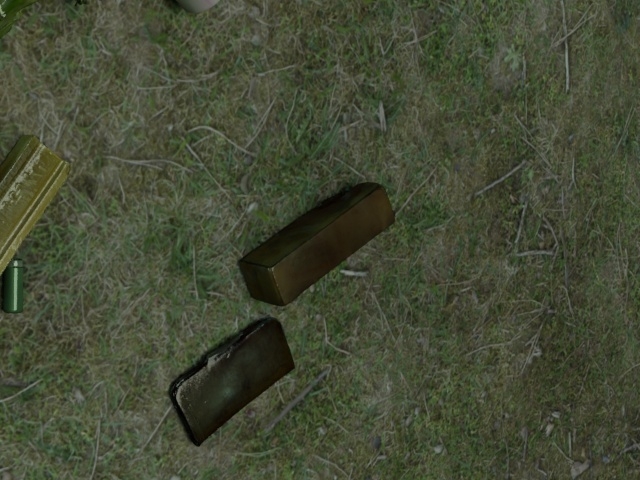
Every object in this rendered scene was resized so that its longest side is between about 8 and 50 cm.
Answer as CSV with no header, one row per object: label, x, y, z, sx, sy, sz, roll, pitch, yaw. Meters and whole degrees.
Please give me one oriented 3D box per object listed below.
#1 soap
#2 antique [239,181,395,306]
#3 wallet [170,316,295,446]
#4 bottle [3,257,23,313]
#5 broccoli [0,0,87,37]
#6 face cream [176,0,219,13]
soap,-0.480,-0.037,1.919,0.092,0.037,0.252,45,68,-38
antique,0.000,0.000,2.308,0.310,0.093,0.087,-37,120,-30
wallet,-0.154,0.243,2.263,0.255,0.031,0.137,-36,119,-32
bottle,-0.474,0.070,1.949,0.030,0.030,0.083,-3,99,-41
broccoli,-0.473,-0.359,1.779,0.361,0.221,0.252,-45,160,-26
face cream,-0.272,-0.497,1.950,0.102,0.102,0.345,-58,135,-17
